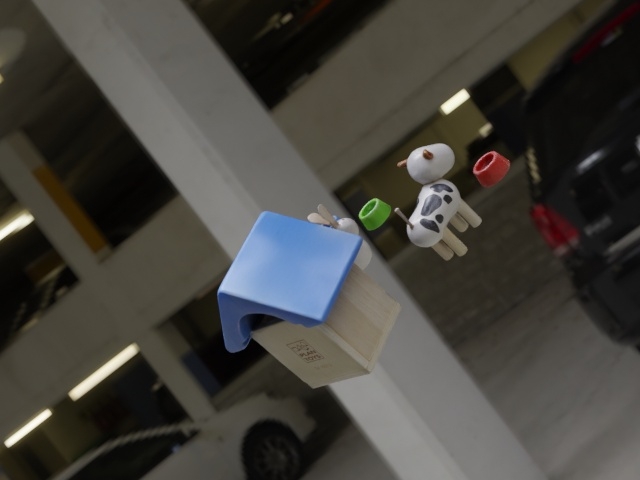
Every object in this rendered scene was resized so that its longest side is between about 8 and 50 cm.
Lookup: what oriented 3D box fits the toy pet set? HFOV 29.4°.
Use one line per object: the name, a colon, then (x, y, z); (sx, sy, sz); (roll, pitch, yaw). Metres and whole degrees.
toy pet set: (0.000, 0.000, 0.505); (0.122, 0.065, 0.114); (-23, 32, 49)
